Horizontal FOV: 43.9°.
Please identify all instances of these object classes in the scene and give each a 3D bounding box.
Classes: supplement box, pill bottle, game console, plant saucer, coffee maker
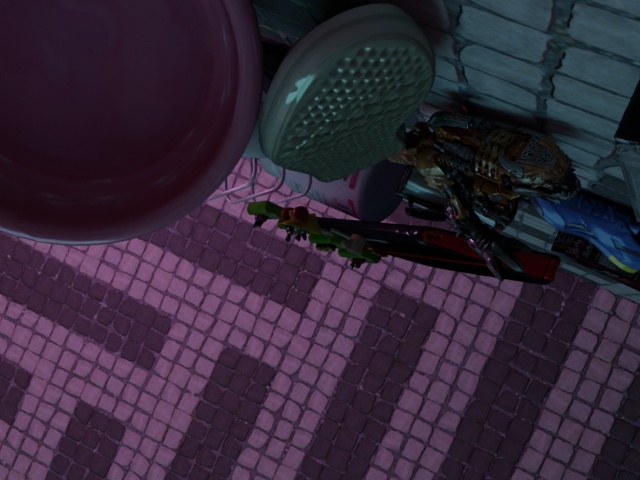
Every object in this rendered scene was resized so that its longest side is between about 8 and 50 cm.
[{"bbox_3d":[0.560,0.041,1.452,0.240,0.073,0.130,25,-178,-6],"label":"supplement box"},{"bbox_3d":[0.022,-0.152,1.582,0.283,0.160,0.160,25,-178,34],"label":"pill bottle"},{"bbox_3d":[0.207,0.007,1.475,0.342,0.060,0.387,17,175,-30],"label":"game console"},{"bbox_3d":[-0.215,-0.157,0.681,0.332,0.332,0.084,23,-156,-15],"label":"plant saucer"},{"bbox_3d":[0.226,-0.093,1.317,0.178,0.120,0.171,25,-154,3],"label":"coffee maker"}]

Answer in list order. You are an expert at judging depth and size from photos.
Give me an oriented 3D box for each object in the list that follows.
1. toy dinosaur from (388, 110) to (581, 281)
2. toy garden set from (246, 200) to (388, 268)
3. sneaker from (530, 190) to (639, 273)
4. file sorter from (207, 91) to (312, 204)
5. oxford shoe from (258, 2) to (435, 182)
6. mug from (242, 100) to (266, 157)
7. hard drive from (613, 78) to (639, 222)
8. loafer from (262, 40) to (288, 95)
[{"bbox_3d":[0.191,-0.094,0.959,0.218,0.164,0.322,40,-169,-32],"label":"toy dinosaur"},{"bbox_3d":[0.000,0.000,1.422,0.244,0.049,0.204,25,171,-21],"label":"toy garden set"},{"bbox_3d":[0.399,-0.033,1.128,0.209,0.069,0.082,32,148,-3],"label":"sneaker"},{"bbox_3d":[-0.174,-0.165,1.422,0.278,0.173,0.193,6,168,-42],"label":"file sorter"},{"bbox_3d":[0.014,-0.150,0.783,0.449,0.169,0.130,22,-133,-86],"label":"oxford shoe"},{"bbox_3d":[-0.218,-0.182,0.915,0.374,0.276,0.328,18,-166,-14],"label":"mug"},{"bbox_3d":[0.373,-0.023,0.646,0.237,0.064,0.339,25,-177,25],"label":"hard drive"},{"bbox_3d":[-0.047,-0.211,1.057,0.223,0.078,0.076,25,-179,28],"label":"loafer"}]
